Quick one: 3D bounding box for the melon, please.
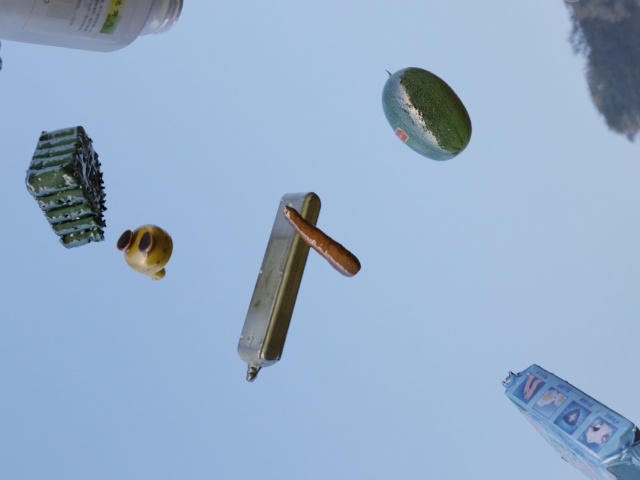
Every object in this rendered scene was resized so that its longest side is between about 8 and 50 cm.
[{"bbox_3d":[0.262,-0.329,1.913,0.287,0.182,0.182,53,-148,7],"label":"melon"}]

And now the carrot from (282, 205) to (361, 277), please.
[{"bbox_3d":[0.000,0.000,1.412,0.191,0.047,0.047,42,-141,-11],"label":"carrot"}]

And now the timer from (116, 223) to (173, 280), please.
[{"bbox_3d":[-0.352,0.023,1.562,0.109,0.107,0.107,40,-139,-55],"label":"timer"}]

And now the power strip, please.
[{"bbox_3d":[-0.081,0.088,1.470,0.066,0.092,0.387,26,-106,-37],"label":"power strip"}]

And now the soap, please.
[{"bbox_3d":[0.370,0.271,1.034,0.156,0.077,0.293,46,176,-18],"label":"soap"}]

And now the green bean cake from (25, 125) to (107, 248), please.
[{"bbox_3d":[-0.502,-0.115,1.538,0.208,0.107,0.193,-102,-5,-48],"label":"green bean cake"}]

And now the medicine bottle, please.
[{"bbox_3d":[-0.341,-0.363,1.059,0.124,0.179,0.324,32,-157,27],"label":"medicine bottle"}]

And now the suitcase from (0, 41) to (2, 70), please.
[{"bbox_3d":[-0.626,-0.337,1.165,0.202,0.312,0.128,9,-109,-5],"label":"suitcase"}]
